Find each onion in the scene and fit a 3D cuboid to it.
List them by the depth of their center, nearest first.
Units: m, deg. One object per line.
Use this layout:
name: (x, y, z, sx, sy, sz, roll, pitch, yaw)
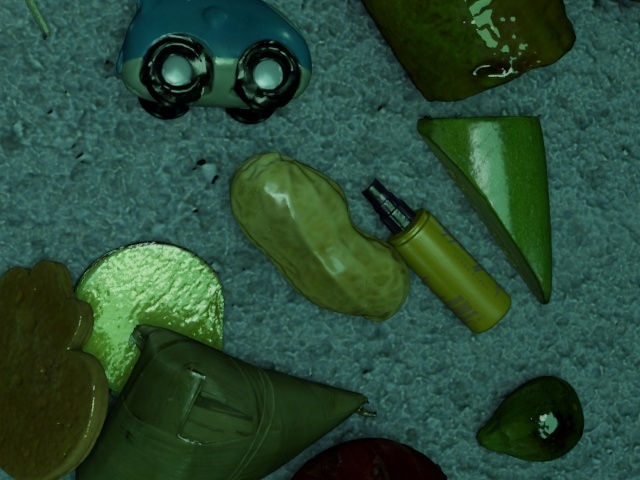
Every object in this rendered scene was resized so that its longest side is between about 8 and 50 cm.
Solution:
onion: (0.060, 0.402, 1.506, 0.276, 0.276, 0.276, -1, 95, -13)

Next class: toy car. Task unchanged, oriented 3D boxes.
toy car: (-0.138, -0.255, 1.432, 0.255, 0.188, 0.190, 3, 88, -11)

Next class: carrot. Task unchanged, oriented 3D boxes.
carrot: (0.185, -0.342, 1.474, 0.241, 0.241, 0.341, -35, 102, -8)

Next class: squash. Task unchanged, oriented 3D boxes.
squash: (0.253, -0.039, 1.581, 0.203, 0.111, 0.289, -3, 97, -11)

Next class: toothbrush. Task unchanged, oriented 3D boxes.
toothbrush: (-0.426, -0.401, 1.433, 0.028, 0.026, 0.294, -27, 100, -25)

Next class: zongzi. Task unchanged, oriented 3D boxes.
zongzi: (-0.173, 0.349, 1.512, 0.418, 0.181, 0.447, 18, 110, -42)

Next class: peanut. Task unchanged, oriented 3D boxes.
peanut: (0.000, 0.000, 1.511, 0.147, 0.147, 0.305, -43, 104, -7)

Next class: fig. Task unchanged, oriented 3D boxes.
fig: (0.311, 0.275, 1.632, 0.156, 0.123, 0.123, -24, 102, 29)

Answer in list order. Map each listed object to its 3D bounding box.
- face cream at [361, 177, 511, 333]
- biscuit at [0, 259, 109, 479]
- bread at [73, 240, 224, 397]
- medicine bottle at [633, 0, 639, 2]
face cream: (0.161, 0.016, 1.578, 0.078, 0.078, 0.273, -46, 102, -6)
biscuit: (-0.366, 0.171, 1.427, 0.202, 0.044, 0.289, -18, 70, 24)
bread: (-0.239, 0.113, 1.515, 0.228, 0.033, 0.229, -1, 93, -12)
medicine bottle: (0.493, -0.444, 1.543, 0.384, 0.224, 0.224, 5, 93, -14)
